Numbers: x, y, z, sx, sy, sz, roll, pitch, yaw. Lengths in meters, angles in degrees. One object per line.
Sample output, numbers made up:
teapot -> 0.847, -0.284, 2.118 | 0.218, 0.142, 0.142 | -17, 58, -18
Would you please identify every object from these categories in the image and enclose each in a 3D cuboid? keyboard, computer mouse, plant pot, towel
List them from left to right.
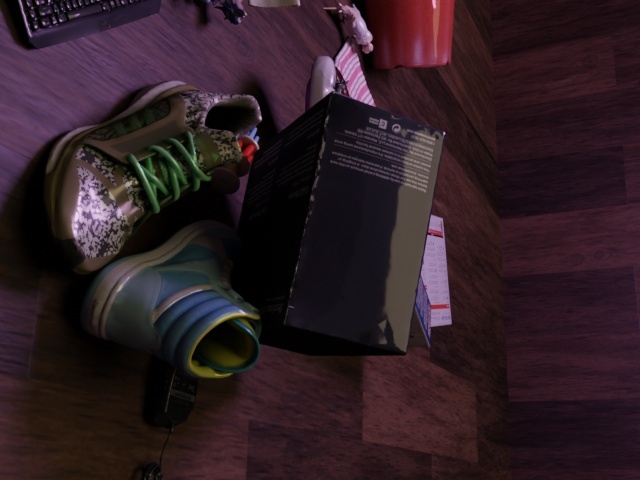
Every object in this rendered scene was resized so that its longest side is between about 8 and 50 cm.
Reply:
keyboard -> -0.309, -0.376, 1.056 | 0.317, 0.033, 0.201 | -51, 130, -59
computer mouse -> -0.216, 0.263, 1.098 | 0.071, 0.041, 0.242 | 45, 51, -57
towel -> 0.084, -0.366, 1.928 | 0.144, 0.029, 0.197 | -69, 144, -48
plant pot -> 0.226, -0.571, 2.045 | 0.272, 0.273, 0.265 | -32, 121, -64

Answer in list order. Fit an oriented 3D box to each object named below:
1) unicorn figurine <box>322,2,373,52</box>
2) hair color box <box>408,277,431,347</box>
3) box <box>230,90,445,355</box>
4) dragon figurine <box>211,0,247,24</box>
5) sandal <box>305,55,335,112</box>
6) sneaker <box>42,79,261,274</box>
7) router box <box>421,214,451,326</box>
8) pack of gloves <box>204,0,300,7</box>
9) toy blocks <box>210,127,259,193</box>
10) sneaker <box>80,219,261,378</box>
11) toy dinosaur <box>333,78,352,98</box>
unicorn figurine -> 0.079, -0.510, 1.897 | 0.162, 0.060, 0.111 | 43, 11, -16
hair color box -> 0.117, 0.113, 1.635 | 0.347, 0.174, 0.105 | 63, 28, -59
box -> 0.000, 0.000, 1.179 | 0.179, 0.343, 0.312 | 17, 77, -19
dragon figurine -> -0.138, -0.487, 1.395 | 0.085, 0.144, 0.289 | 54, 18, -45
sandal -> -0.036, -0.135, 1.516 | 0.169, 0.102, 0.416 | -67, 163, -79
sneaker -> -0.199, -0.108, 1.042 | 0.410, 0.182, 0.158 | -63, 140, -50
router box -> 0.248, 0.078, 2.110 | 0.335, 0.082, 0.301 | 10, 75, -65
pack of gloves -> -0.133, -0.486, 1.281 | 0.046, 0.195, 0.232 | 106, -18, -79
toy blocks -> -0.147, -0.167, 1.331 | 0.148, 0.054, 0.123 | -68, 143, -47
sneaker -> -0.139, 0.083, 1.070 | 0.319, 0.208, 0.127 | -36, 147, -59
toy dinosaur -> 0.028, -0.272, 1.748 | 0.268, 0.064, 0.118 | -59, 143, -49
